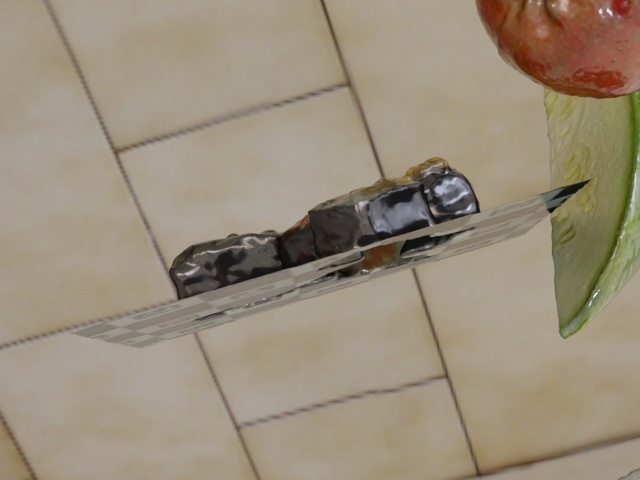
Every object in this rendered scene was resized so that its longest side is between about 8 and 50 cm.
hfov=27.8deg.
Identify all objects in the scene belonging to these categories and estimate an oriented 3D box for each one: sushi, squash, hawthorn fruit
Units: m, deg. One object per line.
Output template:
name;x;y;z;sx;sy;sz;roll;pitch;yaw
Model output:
sushi;0.000;0.000;0.996;0.359;0.343;0.064;-17;84;-1
squash;0.220;-0.082;1.022;0.203;0.288;0.111;50;133;4
hawthorn fruit;0.158;-0.141;0.781;0.128;0.128;0.128;0;121;0

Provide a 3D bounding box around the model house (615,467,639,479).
model house;0.274;0.348;1.005;0.298;0.284;0.243;-40;111;21
